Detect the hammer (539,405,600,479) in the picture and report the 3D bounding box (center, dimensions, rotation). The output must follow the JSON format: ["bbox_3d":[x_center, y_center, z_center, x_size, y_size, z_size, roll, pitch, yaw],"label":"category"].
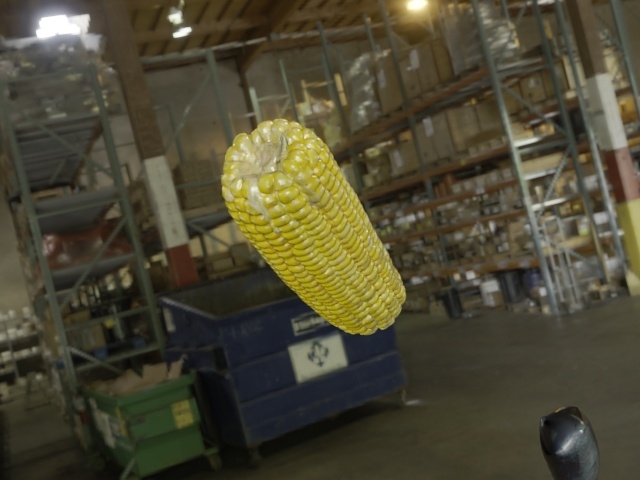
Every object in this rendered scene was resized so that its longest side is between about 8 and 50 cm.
[{"bbox_3d":[0.221,0.230,0.663,0.037,0.290,0.137,22,63,40],"label":"hammer"}]

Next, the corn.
[{"bbox_3d":[0.000,0.000,0.651,0.093,0.093,0.244,-14,-38,18],"label":"corn"}]
